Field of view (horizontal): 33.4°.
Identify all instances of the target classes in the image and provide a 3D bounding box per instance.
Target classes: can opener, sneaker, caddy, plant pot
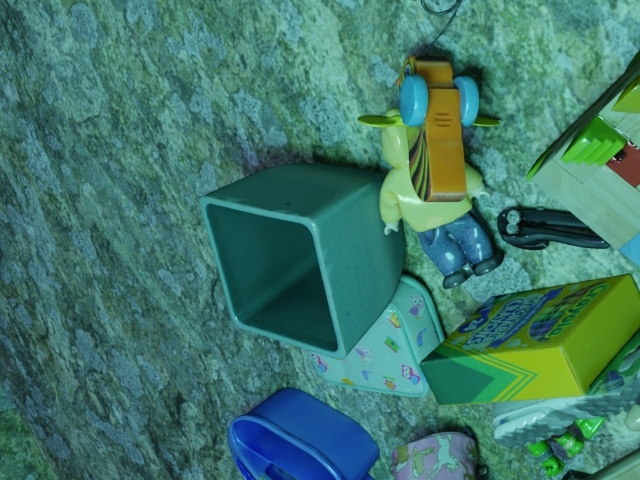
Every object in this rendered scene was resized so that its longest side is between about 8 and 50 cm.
[{"bbox_3d":[0.335,-0.018,1.530,0.186,0.073,0.059,1,80,42],"label":"can opener"},{"bbox_3d":[0.368,0.203,1.562,0.281,0.115,0.105,-26,142,23],"label":"sneaker"},{"bbox_3d":[-0.039,0.459,2.167,0.341,0.179,0.241,25,133,32],"label":"caddy"},{"bbox_3d":[0.000,0.000,1.717,0.247,0.252,0.248,12,126,39],"label":"plant pot"}]

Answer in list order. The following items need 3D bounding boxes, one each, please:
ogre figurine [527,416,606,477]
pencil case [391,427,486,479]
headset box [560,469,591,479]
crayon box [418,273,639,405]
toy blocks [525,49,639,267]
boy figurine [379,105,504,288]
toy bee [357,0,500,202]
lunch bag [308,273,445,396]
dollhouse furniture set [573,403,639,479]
[{"bbox_3d":[0.372,0.273,1.669,0.118,0.097,0.197,36,144,11],"label":"ogre figurine"},{"bbox_3d":[0.232,0.521,1.814,0.160,0.167,0.386,85,176,-59],"label":"pencil case"},{"bbox_3d":[0.427,0.560,1.731,0.110,0.218,0.293,4,120,44],"label":"headset box"},{"bbox_3d":[0.324,0.143,1.533,0.323,0.203,0.083,-14,107,49],"label":"crayon box"},{"bbox_3d":[0.446,-0.094,1.275,0.261,0.191,0.381,39,141,0],"label":"toy blocks"},{"bbox_3d":[0.163,-0.068,1.616,0.177,0.092,0.285,-27,96,25],"label":"boy figurine"},{"bbox_3d":[0.162,-0.198,1.505,0.195,0.298,0.162,21,174,-12],"label":"toy bee"},{"bbox_3d":[0.087,0.164,1.868,0.279,0.108,0.224,3,125,47],"label":"lunch bag"},{"bbox_3d":[0.494,0.368,1.393,0.303,0.173,0.355,63,173,0],"label":"dollhouse furniture set"}]
